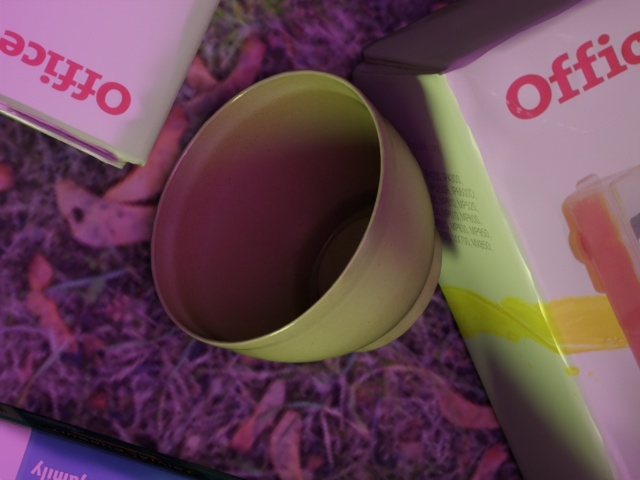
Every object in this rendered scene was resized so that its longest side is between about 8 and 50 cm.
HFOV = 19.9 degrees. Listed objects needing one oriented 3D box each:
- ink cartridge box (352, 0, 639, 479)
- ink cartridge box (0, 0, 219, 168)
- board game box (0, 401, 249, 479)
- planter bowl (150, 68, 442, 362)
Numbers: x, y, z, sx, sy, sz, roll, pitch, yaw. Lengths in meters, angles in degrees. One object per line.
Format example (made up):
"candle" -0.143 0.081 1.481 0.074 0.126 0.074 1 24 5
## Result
"ink cartridge box" 0.227 0.010 1.080 0.279 0.160 0.385 -28 103 -13
"ink cartridge box" -0.137 -0.200 0.967 0.197 0.114 0.273 25 86 -19
"board game box" -0.171 0.271 1.019 0.254 0.079 0.336 20 89 -18
"planter bowl" 0.000 0.000 1.022 0.109 0.162 0.162 32 84 -45
